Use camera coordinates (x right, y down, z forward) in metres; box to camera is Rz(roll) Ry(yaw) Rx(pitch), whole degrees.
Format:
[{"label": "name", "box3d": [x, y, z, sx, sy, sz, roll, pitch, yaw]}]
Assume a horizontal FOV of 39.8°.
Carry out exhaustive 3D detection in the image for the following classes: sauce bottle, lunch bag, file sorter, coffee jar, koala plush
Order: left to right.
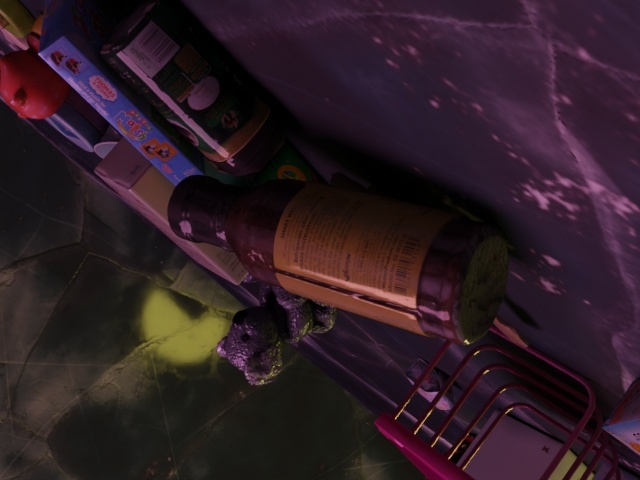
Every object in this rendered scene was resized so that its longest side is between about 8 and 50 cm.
[{"label": "coffee jar", "box3d": [-0.119, -0.143, 0.852, 0.184, 0.079, 0.096, 44, 172, -26]}, {"label": "koala plush", "box3d": [-0.095, 0.163, 1.687, 0.196, 0.221, 0.203, 25, 164, 49]}, {"label": "sauce bottle", "box3d": [0.000, 0.000, 0.822, 0.344, 0.111, 0.111, 17, 159, 33]}, {"label": "lunch bag", "box3d": [0.201, 0.259, 1.572, 0.083, 0.053, 0.071, 41, 173, 48]}, {"label": "file sorter", "box3d": [0.237, 0.256, 1.081, 0.202, 0.182, 0.290, 32, 167, 36]}]

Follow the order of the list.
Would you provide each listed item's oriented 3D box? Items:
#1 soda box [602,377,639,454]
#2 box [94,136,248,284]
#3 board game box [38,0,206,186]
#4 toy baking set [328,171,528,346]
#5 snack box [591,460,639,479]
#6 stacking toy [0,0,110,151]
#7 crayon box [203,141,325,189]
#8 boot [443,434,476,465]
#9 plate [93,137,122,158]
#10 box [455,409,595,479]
[{"label": "soda box", "box3d": [0.301, 0.148, 0.746, 0.063, 0.058, 0.183, 36, 169, 11]}, {"label": "box", "box3d": [-0.187, -0.064, 1.288, 0.232, 0.127, 0.149, 46, 167, -34]}, {"label": "board game box", "box3d": [-0.203, -0.170, 0.926, 0.211, 0.039, 0.160, 46, -160, -39]}, {"label": "toy baking set", "box3d": [0.109, 0.015, 0.919, 0.256, 0.030, 0.197, 33, 171, 27]}, {"label": "snack box", "box3d": [0.482, 0.409, 1.217, 0.207, 0.070, 0.174, 45, 168, -37]}, {"label": "stacking toy", "box3d": [-0.452, -0.258, 1.349, 0.279, 0.130, 0.309, 36, 169, 7]}, {"label": "crayon box", "box3d": [-0.089, -0.063, 1.086, 0.165, 0.081, 0.278, 46, 167, -35]}, {"label": "boot", "box3d": [0.399, 0.579, 2.032, 0.284, 0.138, 0.377, 38, 166, -2]}, {"label": "plate", "box3d": [-0.269, -0.132, 1.420, 0.188, 0.024, 0.188, 11, 169, 2]}, {"label": "box", "box3d": [0.377, 0.480, 1.474, 0.345, 0.215, 0.168, 44, 168, -28]}]
